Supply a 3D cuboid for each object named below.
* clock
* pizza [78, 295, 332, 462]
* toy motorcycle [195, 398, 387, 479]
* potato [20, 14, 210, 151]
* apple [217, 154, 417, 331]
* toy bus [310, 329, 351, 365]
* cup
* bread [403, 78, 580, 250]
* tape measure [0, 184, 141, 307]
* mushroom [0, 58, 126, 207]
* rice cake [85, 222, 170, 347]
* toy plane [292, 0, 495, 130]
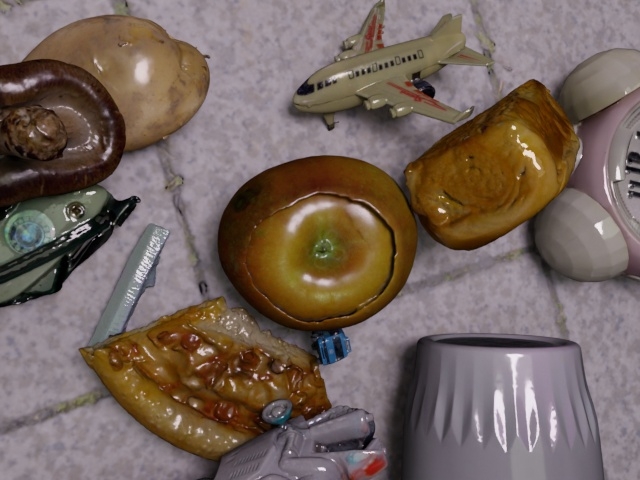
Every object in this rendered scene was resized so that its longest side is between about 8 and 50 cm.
[{"bbox_3d":[0.491,-0.090,0.852,0.326,0.184,0.341,13,80,-10],"label":"clock"},{"bbox_3d":[-0.107,0.181,0.717,0.365,0.074,0.182,32,89,-19],"label":"pizza"},{"bbox_3d":[-0.043,0.274,0.630,0.260,0.171,0.110,-23,111,-10],"label":"toy motorcycle"},{"bbox_3d":[-0.249,-0.185,0.677,0.235,0.128,0.161,1,86,-10],"label":"potato"},{"bbox_3d":[0.000,0.000,0.698,0.237,0.207,0.236,0,89,-14],"label":"apple"},{"bbox_3d":[0.010,0.126,0.747,0.046,0.083,0.038,-13,104,-6],"label":"toy bus"},{"bbox_3d":[0.225,0.311,0.734,0.254,0.253,0.371,2,85,-15],"label":"cup"},{"bbox_3d":[0.217,-0.097,0.716,0.132,0.167,0.294,51,34,2],"label":"bread"},{"bbox_3d":[-0.358,-0.014,0.652,0.235,0.115,0.207,29,79,-13],"label":"tape measure"},{"bbox_3d":[-0.282,-0.092,0.512,0.227,0.217,0.147,-23,109,-20],"label":"mushroom"},{"bbox_3d":[-0.236,0.065,0.724,0.042,0.030,0.180,25,83,-9],"label":"rice cake"},{"bbox_3d":[0.086,-0.222,0.766,0.256,0.104,0.241,-27,60,1],"label":"toy plane"}]
